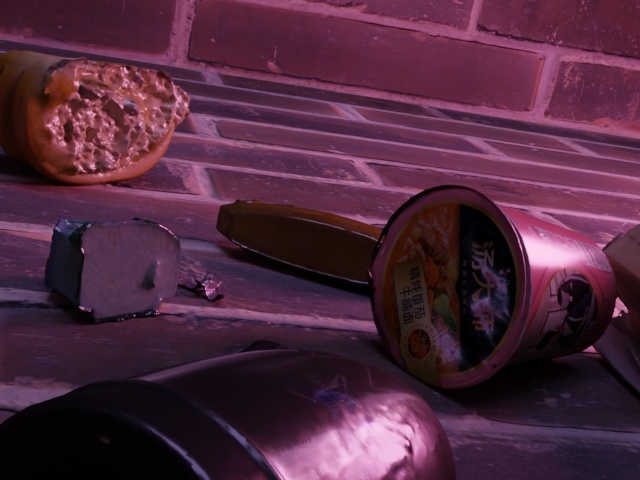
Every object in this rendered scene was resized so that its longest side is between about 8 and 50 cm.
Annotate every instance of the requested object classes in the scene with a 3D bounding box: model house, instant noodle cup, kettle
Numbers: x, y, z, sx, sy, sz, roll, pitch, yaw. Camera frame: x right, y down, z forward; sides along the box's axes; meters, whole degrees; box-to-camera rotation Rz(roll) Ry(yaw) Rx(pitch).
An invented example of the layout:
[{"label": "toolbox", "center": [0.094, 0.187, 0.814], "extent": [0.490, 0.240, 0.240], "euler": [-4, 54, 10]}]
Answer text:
[{"label": "model house", "center": [-0.266, 0.020, 1.152], "extent": [0.149, 0.119, 0.148], "euler": [15, 16, 41]}, {"label": "instant noodle cup", "center": [0.225, 0.061, 1.177], "extent": [0.255, 0.244, 0.244], "euler": [7, 15, -44]}, {"label": "kettle", "center": [-0.002, 0.203, 0.594], "extent": [0.321, 0.228, 0.324], "euler": [47, 26, 18]}]

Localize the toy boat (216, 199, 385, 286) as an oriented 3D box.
[{"label": "toy boat", "center": [0.000, 0.000, 1.414], "extent": [0.321, 0.089, 0.121], "euler": [13, 11, 13]}]

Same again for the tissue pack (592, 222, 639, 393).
[{"label": "tissue pack", "center": [0.477, 0.121, 1.189], "extent": [0.239, 0.238, 0.305], "euler": [6, 18, -16]}]

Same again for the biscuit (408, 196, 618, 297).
[{"label": "biscuit", "center": [0.309, 0.003, 1.599], "extent": [0.359, 0.074, 0.381], "euler": [18, 17, -6]}]

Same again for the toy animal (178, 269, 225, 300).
[{"label": "toy animal", "center": [-0.144, 0.054, 1.242], "extent": [0.084, 0.028, 0.050], "euler": [25, 30, 37]}]

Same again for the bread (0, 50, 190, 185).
[{"label": "bread", "center": [-0.415, -0.205, 1.635], "extent": [0.270, 0.211, 0.316], "euler": [14, 7, 37]}]
